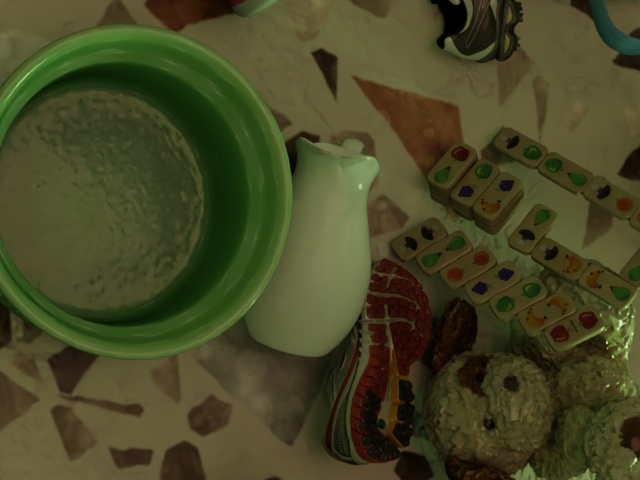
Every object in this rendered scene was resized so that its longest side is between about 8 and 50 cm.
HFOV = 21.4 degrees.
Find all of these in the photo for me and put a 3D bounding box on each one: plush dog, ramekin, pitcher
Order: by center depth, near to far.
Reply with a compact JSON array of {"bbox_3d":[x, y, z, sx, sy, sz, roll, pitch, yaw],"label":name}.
[{"bbox_3d":[-0.192,-0.041,1.580,0.303,0.148,0.303,1,87,-23],"label":"ramekin"},{"bbox_3d":[0.000,0.000,1.680,0.125,0.178,0.207,17,100,10],"label":"pitcher"},{"bbox_3d":[0.215,0.170,1.754,0.225,0.210,0.262,-5,60,-10],"label":"plush dog"}]

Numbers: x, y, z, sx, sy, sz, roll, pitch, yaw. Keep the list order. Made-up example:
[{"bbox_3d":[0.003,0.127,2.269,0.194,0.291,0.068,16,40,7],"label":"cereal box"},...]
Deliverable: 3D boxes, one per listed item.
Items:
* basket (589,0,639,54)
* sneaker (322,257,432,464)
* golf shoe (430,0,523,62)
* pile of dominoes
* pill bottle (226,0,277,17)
[{"bbox_3d":[0.380,-0.317,1.799,0.254,0.201,0.289,1,55,-23],"label":"basket"},{"bbox_3d":[0.046,0.120,1.712,0.088,0.092,0.225,31,58,-29],"label":"sneaker"},{"bbox_3d":[0.162,-0.288,1.788,0.094,0.077,0.198,0,86,-23],"label":"golf shoe"},{"bbox_3d":[0.218,-0.010,1.730,0.251,0.040,0.196,32,70,27],"label":"pile of dominoes"},{"bbox_3d":[-0.094,-0.373,1.635,0.160,0.160,0.283,-40,102,-20],"label":"pill bottle"}]
